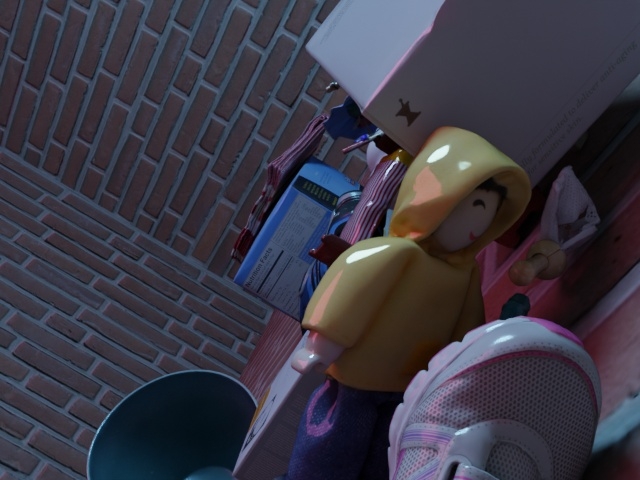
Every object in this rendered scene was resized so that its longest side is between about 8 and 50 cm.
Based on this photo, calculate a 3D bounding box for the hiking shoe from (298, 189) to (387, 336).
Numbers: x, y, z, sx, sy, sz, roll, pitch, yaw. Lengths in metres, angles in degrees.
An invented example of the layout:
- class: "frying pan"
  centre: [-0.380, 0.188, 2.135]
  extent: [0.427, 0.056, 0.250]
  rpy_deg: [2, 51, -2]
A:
- class: "hiking shoe"
  centre: [0.023, 0.072, 1.168]
  extent: [0.132, 0.113, 0.304]
  rpy_deg: [-76, -2, -64]

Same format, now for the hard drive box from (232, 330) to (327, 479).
- class: "hard drive box"
  centre: [-0.013, 0.215, 1.029]
  extent: [0.232, 0.089, 0.181]
  rpy_deg: [-57, 4, 18]

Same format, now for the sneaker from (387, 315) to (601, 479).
- class: "sneaker"
  centre: [0.069, 0.159, 0.356]
  extent: [0.111, 0.103, 0.252]
  rpy_deg: [-142, 77, -82]

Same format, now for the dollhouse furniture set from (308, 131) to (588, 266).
- class: "dollhouse furniture set"
  centre: [0.128, -0.062, 0.841]
  extent: [0.201, 0.152, 0.374]
  rpy_deg: [-60, 4, -16]

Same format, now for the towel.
- class: "towel"
  centre: [-0.092, -0.113, 1.651]
  extent: [0.237, 0.037, 0.329]
  rpy_deg: [-52, -5, -44]

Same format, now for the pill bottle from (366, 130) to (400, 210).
- class: "pill bottle"
  centre: [0.169, -0.172, 1.265]
  extent: [0.264, 0.146, 0.146]
  rpy_deg: [-61, 4, -36]

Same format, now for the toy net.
- class: "toy net"
  centre: [0.152, 0.051, 0.519]
  extent: [0.232, 0.045, 0.122]
  rpy_deg: [-58, -27, -26]

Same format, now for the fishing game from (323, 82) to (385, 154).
- class: "fishing game"
  centre: [0.094, -0.182, 1.000]
  extent: [0.189, 0.041, 0.264]
  rpy_deg: [-26, -13, -3]

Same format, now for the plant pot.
- class: "plant pot"
  centre: [-0.219, 0.394, 1.254]
  extent: [0.290, 0.290, 0.195]
  rpy_deg: [-62, -30, -42]

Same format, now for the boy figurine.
- class: "boy figurine"
  centre: [0.064, 0.065, 0.513]
  extent: [0.092, 0.177, 0.285]
  rpy_deg: [26, 94, 50]

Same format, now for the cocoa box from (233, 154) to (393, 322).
- class: "cocoa box"
  centre: [0.000, 0.000, 1.507]
  extent: [0.231, 0.228, 0.347]
  rpy_deg: [-58, 4, 16]

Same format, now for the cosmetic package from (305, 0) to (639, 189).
- class: "cosmetic package"
  centre: [0.116, -0.184, 0.687]
  extent: [0.197, 0.155, 0.365]
  rpy_deg: [-48, 21, 12]
